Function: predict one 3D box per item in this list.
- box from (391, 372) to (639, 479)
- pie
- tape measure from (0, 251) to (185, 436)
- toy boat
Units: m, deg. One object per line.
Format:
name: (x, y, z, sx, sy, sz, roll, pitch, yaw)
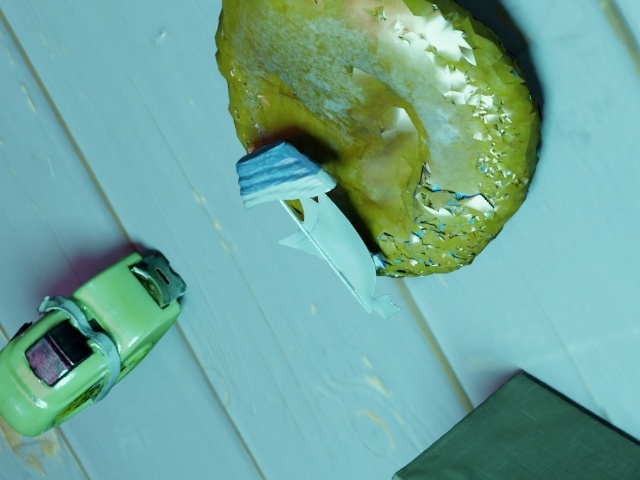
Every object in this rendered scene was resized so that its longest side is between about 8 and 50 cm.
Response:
box: (0.170, 0.229, 1.116, 0.231, 0.155, 0.149, 30, 134, 28)
pie: (0.028, -0.083, 1.120, 0.273, 0.069, 0.273, 33, 146, 25)
tape measure: (-0.208, 0.095, 1.428, 0.087, 0.154, 0.177, 49, 145, 7)
toy boat: (0.000, -0.008, 1.137, 0.149, 0.034, 0.105, 46, 153, 7)
